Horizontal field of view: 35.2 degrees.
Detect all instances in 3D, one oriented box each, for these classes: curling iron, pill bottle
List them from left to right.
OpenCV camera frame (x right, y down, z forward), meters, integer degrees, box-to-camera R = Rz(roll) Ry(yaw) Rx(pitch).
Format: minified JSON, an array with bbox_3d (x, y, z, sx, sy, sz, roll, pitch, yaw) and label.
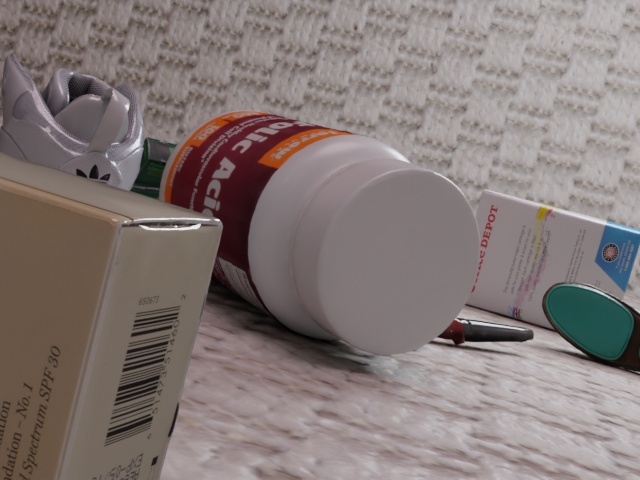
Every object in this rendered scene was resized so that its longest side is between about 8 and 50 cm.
[{"bbox_3d":[-0.014,-0.019,1.132,0.224,0.224,0.392,11,6,-31],"label":"pill bottle"},{"bbox_3d":[0.172,0.117,1.252,0.274,0.035,0.068,9,12,-41],"label":"curling iron"}]

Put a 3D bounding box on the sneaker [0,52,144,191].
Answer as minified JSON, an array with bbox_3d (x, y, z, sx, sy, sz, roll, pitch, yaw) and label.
[{"bbox_3d":[-0.270,-0.063,0.960,0.137,0.210,0.366,11,7,-35],"label":"sneaker"}]

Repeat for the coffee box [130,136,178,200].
[{"bbox_3d":[-0.214,-0.056,1.331,0.113,0.184,0.040,12,50,-31],"label":"coffee box"}]

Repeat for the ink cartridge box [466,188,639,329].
[{"bbox_3d":[0.391,0.040,1.746,0.270,0.198,0.197,17,7,13],"label":"ink cartridge box"}]

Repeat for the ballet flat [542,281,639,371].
[{"bbox_3d":[0.452,0.147,1.459,0.281,0.095,0.096,27,-1,15],"label":"ballet flat"}]

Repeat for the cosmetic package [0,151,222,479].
[{"bbox_3d":[-0.223,0.022,0.528,0.310,0.160,0.113,16,6,18],"label":"cosmetic package"}]
